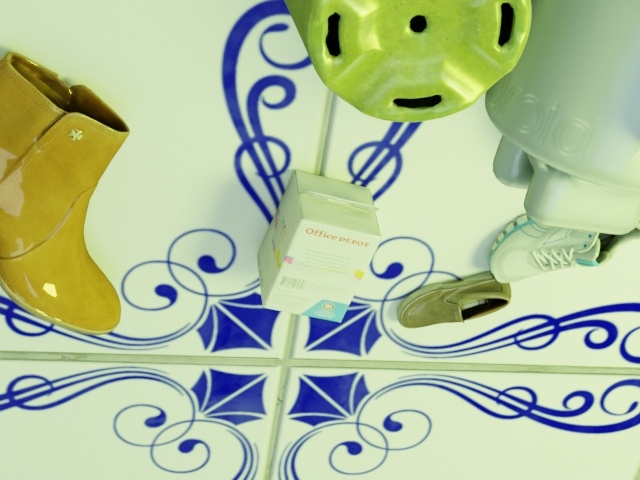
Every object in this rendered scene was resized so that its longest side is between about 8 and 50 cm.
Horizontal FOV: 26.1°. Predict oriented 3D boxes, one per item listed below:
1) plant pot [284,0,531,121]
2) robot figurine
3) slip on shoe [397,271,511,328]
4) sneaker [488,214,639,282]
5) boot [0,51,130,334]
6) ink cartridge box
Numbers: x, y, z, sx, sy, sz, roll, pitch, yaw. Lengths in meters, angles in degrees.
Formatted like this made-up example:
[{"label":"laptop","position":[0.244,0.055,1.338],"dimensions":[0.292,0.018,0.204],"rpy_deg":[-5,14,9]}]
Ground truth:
[{"label":"plant pot","position":[0.066,-0.243,1.173],"dimensions":[0.276,0.254,0.276],"rpy_deg":[-4,129,-4]},{"label":"robot figurine","position":[0.269,-0.180,1.190],"dimensions":[0.199,0.300,0.353],"rpy_deg":[5,118,-27]},{"label":"slip on shoe","position":[0.154,0.076,1.586],"dimensions":[0.135,0.041,0.051],"rpy_deg":[-15,130,5]},{"label":"sneaker","position":[0.273,0.004,1.518],"dimensions":[0.190,0.083,0.071],"rpy_deg":[-29,129,17]},{"label":"boot","position":[-0.258,-0.041,1.395],"dimensions":[0.211,0.104,0.295],"rpy_deg":[-38,120,22]},{"label":"ink cartridge box","position":[0.000,0.000,1.471],"dimensions":[0.092,0.090,0.143],"rpy_deg":[13,125,-18]}]
